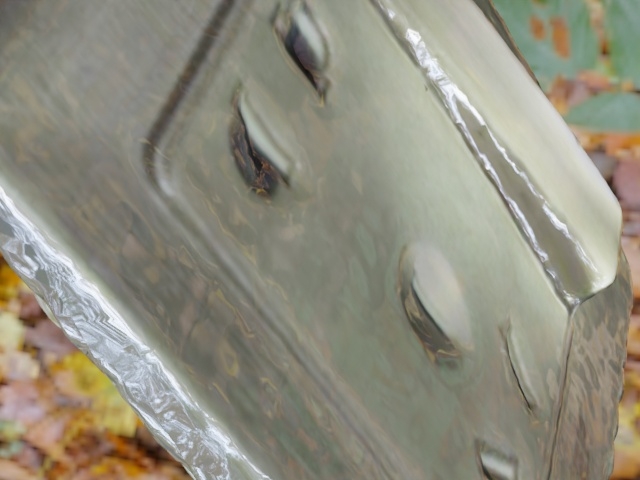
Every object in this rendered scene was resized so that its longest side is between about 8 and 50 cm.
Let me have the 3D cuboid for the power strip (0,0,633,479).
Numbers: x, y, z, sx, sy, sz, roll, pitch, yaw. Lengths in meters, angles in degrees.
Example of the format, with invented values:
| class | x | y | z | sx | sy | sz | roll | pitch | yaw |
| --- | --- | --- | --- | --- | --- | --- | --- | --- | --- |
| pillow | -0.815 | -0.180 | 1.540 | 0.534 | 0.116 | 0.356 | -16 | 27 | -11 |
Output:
| class | x | y | z | sx | sy | sz | roll | pitch | yaw |
| --- | --- | --- | --- | --- | --- | --- | --- | --- | --- |
| power strip | -0.001 | -0.001 | 0.459 | 0.092 | 0.251 | 0.257 | -19 | 119 | 34 |
